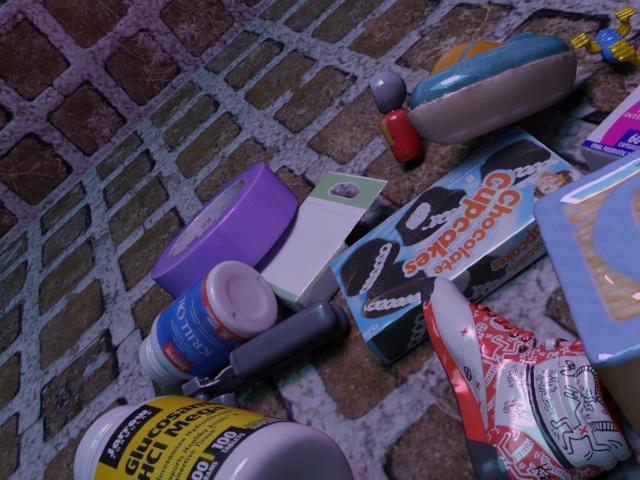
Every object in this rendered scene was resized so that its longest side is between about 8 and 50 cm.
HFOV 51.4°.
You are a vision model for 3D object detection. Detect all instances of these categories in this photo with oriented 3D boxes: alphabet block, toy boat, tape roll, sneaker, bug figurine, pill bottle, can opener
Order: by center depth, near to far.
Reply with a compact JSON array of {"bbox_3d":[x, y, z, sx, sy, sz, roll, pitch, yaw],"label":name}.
[{"bbox_3d":[0.310,0.046,0.522,0.193,0.197,0.193,-27,34,23],"label":"alphabet block"},{"bbox_3d":[0.198,0.118,0.657,0.144,0.090,0.270,-30,40,17],"label":"sneaker"},{"bbox_3d":[-0.137,0.276,0.741,0.333,0.188,0.188,-4,48,45],"label":"pill bottle"},{"bbox_3d":[0.470,-0.287,0.843,0.278,0.072,0.216,-28,22,28],"label":"bug figurine"},{"bbox_3d":[-0.081,0.189,0.920,0.283,0.076,0.095,-31,65,16],"label":"can opener"},{"bbox_3d":[0.188,-0.216,0.968,0.267,0.148,0.318,-25,6,-34],"label":"toy boat"},{"bbox_3d":[-0.177,0.135,1.001,0.221,0.124,0.124,-39,29,33],"label":"pill bottle"},{"bbox_3d":[-0.166,-0.009,1.148,0.274,0.090,0.275,-40,18,16],"label":"tape roll"}]

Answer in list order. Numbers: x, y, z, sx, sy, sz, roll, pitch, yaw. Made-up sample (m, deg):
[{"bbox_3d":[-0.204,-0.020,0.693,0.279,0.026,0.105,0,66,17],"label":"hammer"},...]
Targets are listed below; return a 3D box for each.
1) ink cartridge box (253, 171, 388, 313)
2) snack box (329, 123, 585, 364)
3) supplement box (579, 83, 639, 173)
[{"bbox_3d":[0.000,0.000,1.051,0.235,0.056,0.171,-50,32,-15],"label":"ink cartridge box"},{"bbox_3d":[0.173,-0.002,0.859,0.321,0.060,0.187,-37,32,8],"label":"snack box"},{"bbox_3d":[0.406,-0.126,0.706,0.220,0.114,0.111,-44,31,-6],"label":"supplement box"}]
